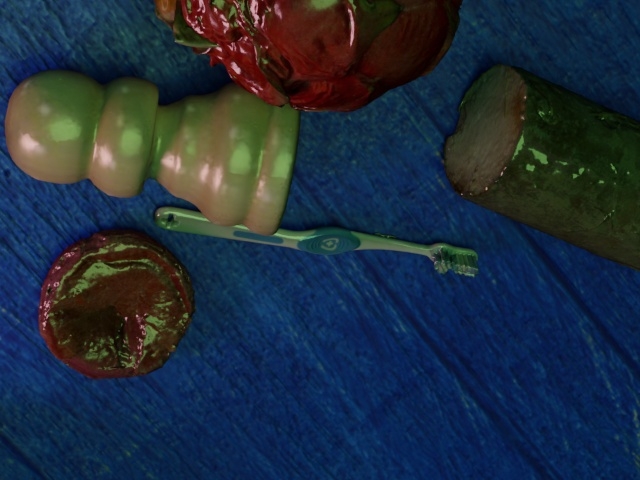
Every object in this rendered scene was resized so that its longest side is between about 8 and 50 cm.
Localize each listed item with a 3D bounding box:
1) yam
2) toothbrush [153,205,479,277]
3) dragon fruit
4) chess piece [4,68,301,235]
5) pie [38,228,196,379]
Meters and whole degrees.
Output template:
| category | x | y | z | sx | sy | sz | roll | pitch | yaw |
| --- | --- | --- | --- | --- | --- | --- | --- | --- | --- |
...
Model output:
| category | x | y | z | sx | sy | sz | roll | pitch | yaw |
| --- | --- | --- | --- | --- | --- | --- | --- | --- | --- |
| yam | 0.302 | -0.074 | 1.677 | 0.304 | 0.168 | 0.168 | 21 | 103 | -17 |
| toothbrush | 0.000 | -0.003 | 1.701 | 0.386 | 0.040 | 0.040 | 10 | 106 | -12 |
| dragon fruit | 0.005 | -0.259 | 1.468 | 0.342 | 0.277 | 0.277 | -16 | 112 | -25 |
| chess piece | -0.181 | -0.106 | 1.567 | 0.300 | 0.167 | 0.167 | 9 | 106 | -8 |
| pie | -0.229 | 0.074 | 1.662 | 0.182 | 0.049 | 0.182 | -6 | 113 | -15 |
